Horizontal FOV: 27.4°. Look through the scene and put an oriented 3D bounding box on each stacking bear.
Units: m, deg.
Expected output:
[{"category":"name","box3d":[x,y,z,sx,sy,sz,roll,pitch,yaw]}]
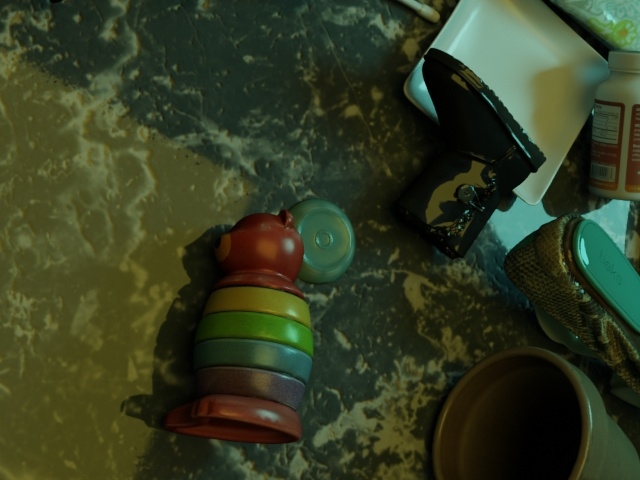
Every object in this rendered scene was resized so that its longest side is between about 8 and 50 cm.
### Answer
[{"category":"stacking bear","box3d":[-0.087,0.103,1.680,0.164,0.175,0.289,14,71,-22]}]

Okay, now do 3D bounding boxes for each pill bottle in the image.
[{"category":"pill bottle","box3d":[0.468,-0.173,1.966,0.121,0.121,0.216,-3,103,-26]}]

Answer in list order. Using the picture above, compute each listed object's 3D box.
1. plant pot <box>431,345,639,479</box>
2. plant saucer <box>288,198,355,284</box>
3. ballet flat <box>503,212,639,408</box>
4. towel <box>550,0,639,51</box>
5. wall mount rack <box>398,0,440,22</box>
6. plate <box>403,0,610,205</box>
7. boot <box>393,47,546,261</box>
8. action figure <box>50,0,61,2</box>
[{"category":"plant pot","box3d":[0.324,0.303,1.817,0.229,0.263,0.263,28,72,-38]},{"category":"plant saucer","box3d":[0.000,0.000,1.803,0.119,0.021,0.119,3,82,-25]},{"category":"ballet flat","box3d":[0.449,0.144,1.922,0.483,0.182,0.164,41,50,-20]},{"category":"towel","box3d":[0.526,-0.426,1.982,0.374,0.090,0.320,31,100,-28]},{"category":"wall mount rack","box3d":[0.099,-0.474,1.837,0.304,0.130,0.350,43,63,-64]},{"category":"plate","box3d":[0.276,-0.234,1.952,0.277,0.045,0.278,39,69,-18]},{"category":"boot","box3d":[0.175,-0.115,1.830,0.207,0.094,0.246,-47,113,-6]},{"category":"action figure","box3d":[-0.266,-0.421,1.686,0.185,0.099,0.285,49,60,-5]}]
